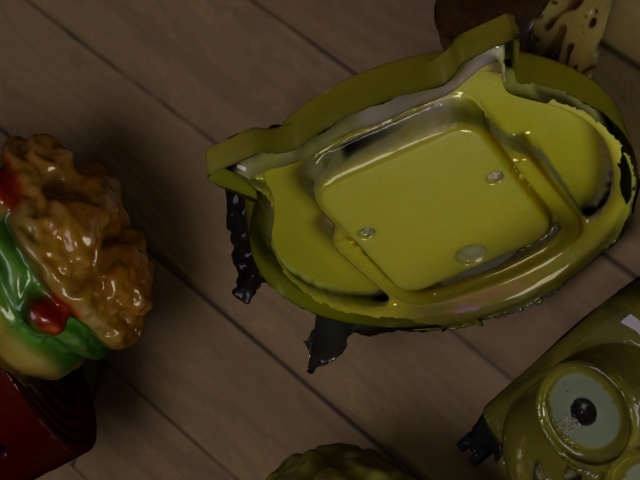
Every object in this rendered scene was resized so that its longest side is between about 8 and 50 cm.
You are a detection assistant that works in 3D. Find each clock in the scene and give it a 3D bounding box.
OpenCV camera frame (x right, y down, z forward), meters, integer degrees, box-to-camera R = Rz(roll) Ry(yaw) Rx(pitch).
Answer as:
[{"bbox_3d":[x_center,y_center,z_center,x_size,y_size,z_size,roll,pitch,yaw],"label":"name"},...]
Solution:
[{"bbox_3d":[0.082,-0.042,1.295,0.277,0.293,0.071,-19,52,12],"label":"clock"}]

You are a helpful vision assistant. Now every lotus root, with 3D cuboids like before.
[{"bbox_3d":[0.142,-0.163,1.307,0.135,0.095,0.159,16,109,41],"label":"lotus root"}]

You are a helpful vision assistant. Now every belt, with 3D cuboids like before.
[{"bbox_3d":[-0.332,0.076,1.701,0.115,0.227,0.324,-27,96,8],"label":"belt"}]

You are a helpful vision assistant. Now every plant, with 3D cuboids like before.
[{"bbox_3d":[0.000,0.000,1.465,0.131,0.142,0.203,-18,83,34],"label":"plant"}]

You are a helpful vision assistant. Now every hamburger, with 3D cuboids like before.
[{"bbox_3d":[-0.235,0.008,1.617,0.149,0.237,0.237,-26,86,11],"label":"hamburger"}]

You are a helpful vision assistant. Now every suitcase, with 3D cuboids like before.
[{"bbox_3d":[0.228,0.147,1.300,0.194,0.143,0.235,54,131,14],"label":"suitcase"}]

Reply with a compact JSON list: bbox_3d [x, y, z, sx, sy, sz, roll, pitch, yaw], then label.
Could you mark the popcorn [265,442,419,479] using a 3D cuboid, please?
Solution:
[{"bbox_3d":[0.023,0.296,1.469,0.293,0.237,0.293,42,171,8],"label":"popcorn"}]
